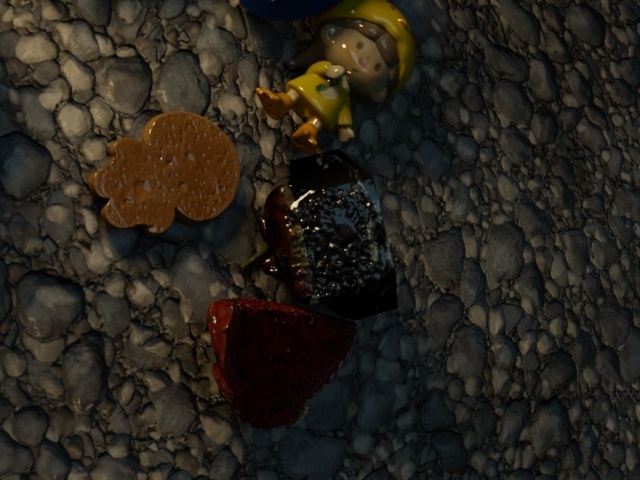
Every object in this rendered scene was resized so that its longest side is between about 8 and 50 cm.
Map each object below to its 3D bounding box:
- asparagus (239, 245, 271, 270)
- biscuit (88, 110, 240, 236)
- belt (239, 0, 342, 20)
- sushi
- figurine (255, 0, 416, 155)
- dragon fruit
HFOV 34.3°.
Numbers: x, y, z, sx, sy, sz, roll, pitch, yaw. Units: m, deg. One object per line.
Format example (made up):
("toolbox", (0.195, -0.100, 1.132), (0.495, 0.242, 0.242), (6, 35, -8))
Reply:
("asparagus", (-0.103, 0.023, 1.859), (0.114, 0.014, 0.015), (-35, 138, -35))
("biscuit", (-0.259, -0.107, 1.752), (0.288, 0.044, 0.202), (-32, 99, -35))
("belt", (-0.019, -0.539, 1.908), (0.212, 0.117, 0.347), (34, 55, 18))
("sushi", (0.000, -0.001, 1.801), (0.212, 0.215, 0.227), (-16, 119, -17))
("figurine", (0.037, -0.320, 1.941), (0.344, 0.187, 0.215), (-46, 117, -28))
("dragon fruit", (-0.108, 0.202, 1.748), (0.317, 0.152, 0.205), (14, 89, -49))
